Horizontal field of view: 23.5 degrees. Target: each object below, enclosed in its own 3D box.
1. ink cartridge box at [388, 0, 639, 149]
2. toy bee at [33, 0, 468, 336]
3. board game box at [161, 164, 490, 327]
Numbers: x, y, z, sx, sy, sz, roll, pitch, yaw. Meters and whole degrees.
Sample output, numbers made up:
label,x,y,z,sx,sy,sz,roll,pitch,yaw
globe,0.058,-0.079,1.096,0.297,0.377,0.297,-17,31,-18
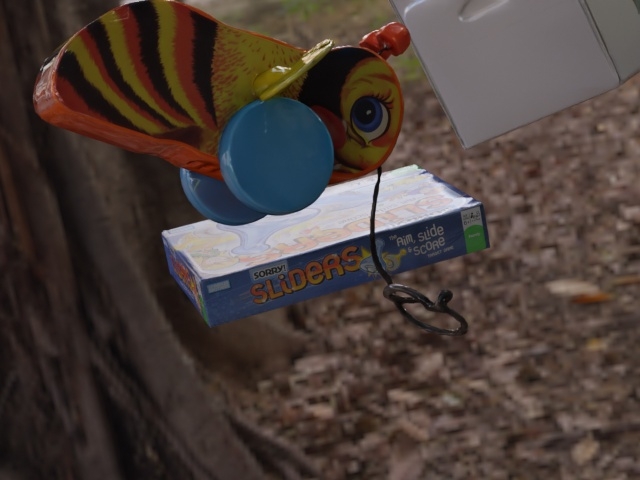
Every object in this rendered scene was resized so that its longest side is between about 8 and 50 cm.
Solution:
label,x,y,z,sx,sy,sz,roll,pitch,yaw
ink cartridge box,0.237,-0.247,1.548,0.198,0.197,0.270,-21,8,41
toy bee,-0.021,-0.081,0.970,0.195,0.162,0.298,7,-22,47
board game box,0.000,0.000,1.082,0.201,0.035,0.136,-16,18,-13
